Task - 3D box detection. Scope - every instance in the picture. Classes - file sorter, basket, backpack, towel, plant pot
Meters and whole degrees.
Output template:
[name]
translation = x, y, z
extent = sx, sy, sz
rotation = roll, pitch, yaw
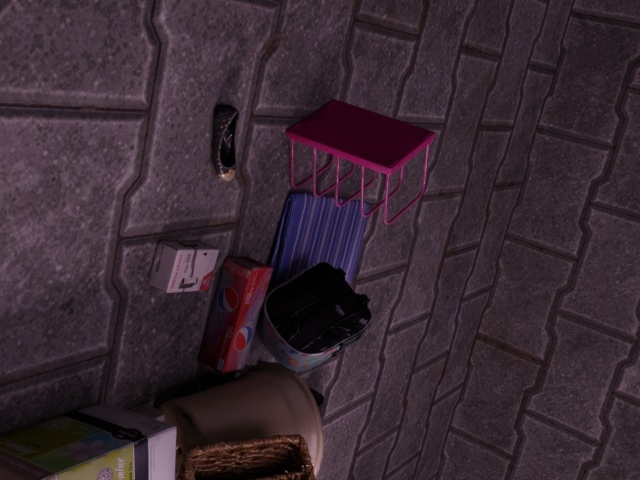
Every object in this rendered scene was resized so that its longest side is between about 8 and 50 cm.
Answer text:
[file sorter]
translation = 0.093, -0.186, 1.862
extent = 0.202, 0.291, 0.182
rotation = -40, 142, -41
[basket]
translation = -0.141, 0.552, 1.560
extent = 0.299, 0.213, 0.223
rotation = 5, 118, -36
[backpack]
translation = -0.032, 0.199, 1.903
extent = 0.253, 0.225, 0.191
rotation = -27, 161, -40
[towel]
translation = 0.000, 0.000, 2.043
extent = 0.336, 0.040, 0.243
rotation = 4, 103, -51
[plant pot]
translation = -0.216, 0.464, 1.784
extent = 0.305, 0.334, 0.333
rotation = 1, 108, -48

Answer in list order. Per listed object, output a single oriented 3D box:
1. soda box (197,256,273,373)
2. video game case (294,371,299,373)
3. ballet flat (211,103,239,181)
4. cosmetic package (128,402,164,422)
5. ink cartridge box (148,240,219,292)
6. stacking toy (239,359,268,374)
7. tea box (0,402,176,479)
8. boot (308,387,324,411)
[soda box]
translation = -0.201, 0.173, 1.816
extent = 0.092, 0.083, 0.263
rotation = 1, 108, -59
[video game case]
translation = -0.020, 0.212, 2.188
extent = 0.248, 0.035, 0.274
rotation = -43, 142, -38
[ballet flat]
translation = -0.196, -0.200, 1.615
extent = 0.057, 0.049, 0.173
rotation = -34, 136, -44
[cosmetic package]
translation = -0.398, 0.395, 1.659
extent = 0.115, 0.060, 0.041
rotation = -12, 120, -54
[ink cartridge box]
translation = -0.287, 0.055, 1.623
extent = 0.135, 0.056, 0.099
rotation = 0, 110, -59
[stacking toy]
translation = -0.150, 0.386, 2.069
extent = 0.167, 0.052, 0.221
rotation = -26, 131, -50
[tea box]
translation = -0.456, 0.515, 1.420
extent = 0.323, 0.220, 0.329
rotation = -8, 103, -57
[boot]
translation = -0.106, 0.598, 2.226
extent = 0.338, 0.118, 0.222
rotation = -27, 136, -44
